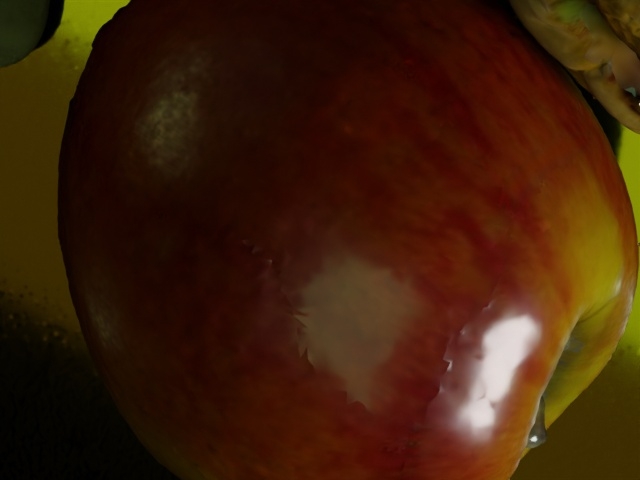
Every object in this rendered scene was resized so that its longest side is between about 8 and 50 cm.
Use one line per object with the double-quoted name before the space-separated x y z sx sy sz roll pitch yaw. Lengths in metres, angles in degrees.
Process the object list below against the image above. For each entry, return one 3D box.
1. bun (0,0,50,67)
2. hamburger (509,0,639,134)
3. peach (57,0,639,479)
"bun" -0.178 -0.121 0.861 0.086 0.055 0.086 3 108 8
"hamburger" 0.214 -0.165 0.704 0.290 0.170 0.314 24 94 -18
"peach" 0.000 0.000 0.783 0.281 0.238 0.281 15 120 29
